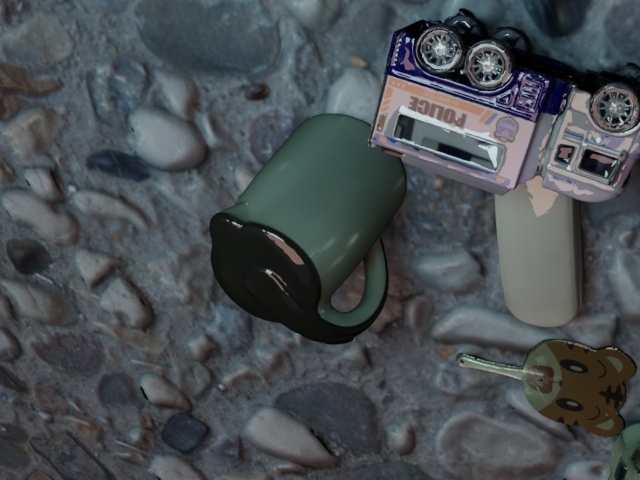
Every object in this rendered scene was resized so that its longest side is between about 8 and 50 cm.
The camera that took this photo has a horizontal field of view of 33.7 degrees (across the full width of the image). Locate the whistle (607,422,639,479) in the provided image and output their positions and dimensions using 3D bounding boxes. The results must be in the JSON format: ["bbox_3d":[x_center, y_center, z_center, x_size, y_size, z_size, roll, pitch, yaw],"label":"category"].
[{"bbox_3d":[0.407,0.283,1.297,0.092,0.110,0.244,-2,128,-7],"label":"whistle"}]

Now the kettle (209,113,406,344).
[{"bbox_3d":[0.000,0.000,1.219,0.161,0.236,0.221,-27,107,40],"label":"kettle"}]

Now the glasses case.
[{"bbox_3d":[0.247,-0.002,1.196,0.092,0.059,0.233,3,122,25],"label":"glasses case"}]

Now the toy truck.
[{"bbox_3d":[0.197,-0.124,1.066,0.268,0.124,0.155,21,115,14],"label":"toy truck"}]

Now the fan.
[{"bbox_3d":[0.281,0.175,1.346,0.226,0.008,0.152,12,129,21],"label":"fan"}]
